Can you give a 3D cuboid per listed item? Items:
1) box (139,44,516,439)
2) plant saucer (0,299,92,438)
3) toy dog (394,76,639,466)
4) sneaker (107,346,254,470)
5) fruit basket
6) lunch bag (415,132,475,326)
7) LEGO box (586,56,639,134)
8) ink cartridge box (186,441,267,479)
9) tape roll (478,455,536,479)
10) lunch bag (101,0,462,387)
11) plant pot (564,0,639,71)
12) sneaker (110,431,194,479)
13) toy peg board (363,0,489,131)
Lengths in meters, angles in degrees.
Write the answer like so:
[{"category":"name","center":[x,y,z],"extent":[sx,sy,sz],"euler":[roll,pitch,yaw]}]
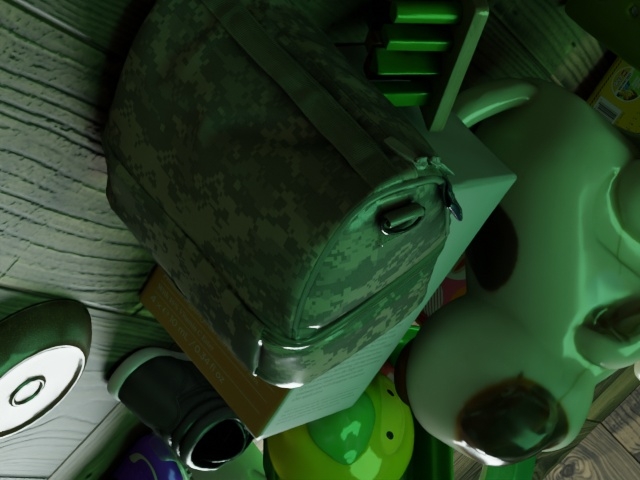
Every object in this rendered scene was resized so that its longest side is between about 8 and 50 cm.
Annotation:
[{"category":"box","center":[0.000,0.000,1.557],"extent":[0.168,0.215,0.345],"euler":[-12,142,-51]},{"category":"plant saucer","center":[-0.306,0.143,1.542],"extent":[0.198,0.036,0.199],"euler":[-36,157,-18]},{"category":"toy dog","center":[0.249,0.055,1.654],"extent":[0.395,0.284,0.408],"euler":[21,94,-41]},{"category":"sneaker","center":[-0.121,0.202,1.808],"extent":[0.104,0.147,0.295],"euler":[-51,157,15]},{"category":"fruit basket","center":[0.046,0.254,1.860],"extent":[0.282,0.392,0.392],"euler":[9,134,-19]},{"category":"lunch bag","center":[0.232,0.013,1.906],"extent":[0.293,0.258,0.120],"euler":[-45,163,-1]},{"category":"LEGO box","center":[0.498,-0.110,2.160],"extent":[0.500,0.193,0.372],"euler":[-57,154,18]},{"category":"ink cartridge box","center":[-0.130,0.426,2.108],"extent":[0.117,0.207,0.283],"euler":[-24,151,-33]},{"category":"tape roll","center":[0.147,0.289,2.175],"extent":[0.321,0.321,0.077],"euler":[-51,156,19]},{"category":"lunch bag","center":[-0.033,-0.062,1.279],"extent":[0.212,0.305,0.256],"euler":[-32,156,-22]},{"category":"plant pot","center":[0.457,-0.316,1.756],"extent":[0.227,0.228,0.207],"euler":[-25,146,-36]},{"category":"sneaker","center":[-0.255,0.363,1.928],"extent":[0.146,0.102,0.293],"euler":[-24,151,-37]},{"category":"toy peg board","center":[0.080,-0.214,1.434],"extent":[0.079,0.161,0.161],"euler":[-2,142,-18]}]
